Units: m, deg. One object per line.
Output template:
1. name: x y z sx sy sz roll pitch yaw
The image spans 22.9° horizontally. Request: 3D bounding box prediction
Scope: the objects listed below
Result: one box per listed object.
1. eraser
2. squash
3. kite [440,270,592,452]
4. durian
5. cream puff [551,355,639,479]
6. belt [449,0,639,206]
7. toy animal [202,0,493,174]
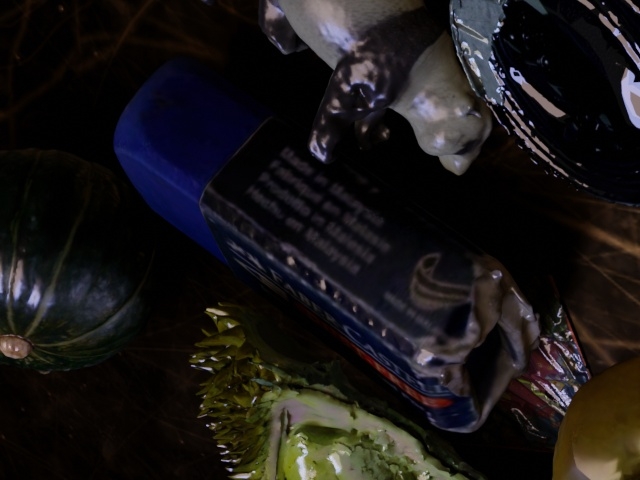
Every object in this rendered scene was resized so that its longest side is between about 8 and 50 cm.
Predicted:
1. eraser: 0.000 0.000 1.127 0.332 0.101 0.155 35 166 24
2. squash: -0.241 0.019 1.341 0.218 0.218 0.172 -26 57 49
3. kite: 0.143 0.110 1.181 0.189 0.009 0.232 37 138 17
4. durian: 0.041 0.154 1.163 0.352 0.158 0.169 37 140 -24
5. cream puff: 0.287 0.193 0.965 0.323 0.270 0.274 67 172 -16
6. belt: 0.163 -0.116 0.947 0.198 0.078 0.151 52 144 -3
7. toy animal: 0.025 -0.133 1.054 0.121 0.094 0.225 -39 86 27
